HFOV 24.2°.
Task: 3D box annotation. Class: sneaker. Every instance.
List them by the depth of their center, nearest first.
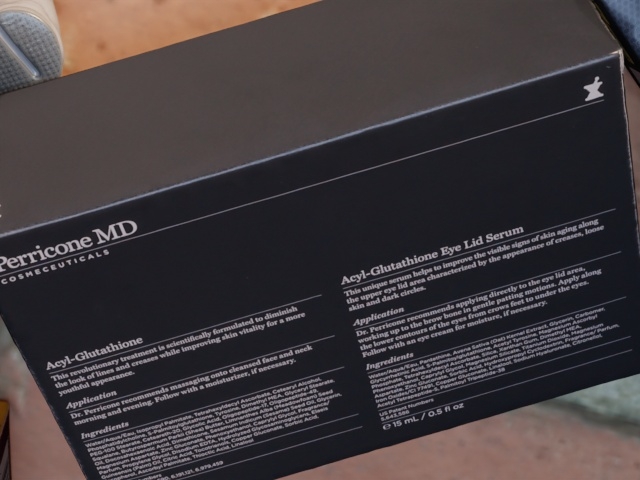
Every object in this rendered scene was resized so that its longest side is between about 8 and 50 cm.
[{"bbox_3d":[-0.151,-0.054,0.681,0.054,0.061,0.152,22,124,-19],"label":"sneaker"}]

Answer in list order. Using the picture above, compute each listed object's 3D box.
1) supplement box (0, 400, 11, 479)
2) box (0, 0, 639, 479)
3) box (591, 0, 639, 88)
[{"bbox_3d":[-0.245,0.139,0.715,0.188,0.081,0.104,0,108,-4],"label":"supplement box"},{"bbox_3d":[0.000,0.000,0.652,0.261,0.103,0.184,-16,134,0],"label":"box"},{"bbox_3d":[0.183,-0.177,0.663,0.183,0.059,0.232,-35,107,5],"label":"box"}]
